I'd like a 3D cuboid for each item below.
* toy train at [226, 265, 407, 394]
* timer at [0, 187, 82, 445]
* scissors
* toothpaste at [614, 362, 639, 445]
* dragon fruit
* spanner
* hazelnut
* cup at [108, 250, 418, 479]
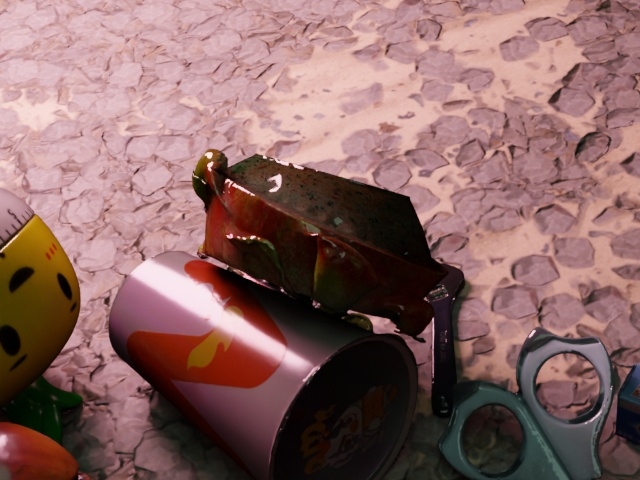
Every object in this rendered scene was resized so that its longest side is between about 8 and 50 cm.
[{"bbox_3d":[-0.013,0.086,1.536,0.249,0.053,0.085,33,60,32],"label":"toy train"},{"bbox_3d":[-0.346,0.106,1.468,0.285,0.285,0.285,-4,46,4],"label":"timer"},{"bbox_3d":[0.245,0.245,1.332,0.191,0.029,0.360,-34,54,8],"label":"scissors"},{"bbox_3d":[0.410,0.198,1.353,0.272,0.066,0.053,21,53,27],"label":"toothpaste"},{"bbox_3d":[0.000,0.000,1.413,0.268,0.130,0.295,15,2,-26],"label":"dragon fruit"},{"bbox_3d":[0.132,0.101,1.527,0.046,0.012,0.208,-2,46,5],"label":"spanner"},{"bbox_3d":[-0.297,0.260,1.330,0.182,0.182,0.182,-4,46,4],"label":"hazelnut"},{"bbox_3d":[-0.072,0.125,1.428,0.203,0.203,0.288,-38,46,-26],"label":"cup"}]
